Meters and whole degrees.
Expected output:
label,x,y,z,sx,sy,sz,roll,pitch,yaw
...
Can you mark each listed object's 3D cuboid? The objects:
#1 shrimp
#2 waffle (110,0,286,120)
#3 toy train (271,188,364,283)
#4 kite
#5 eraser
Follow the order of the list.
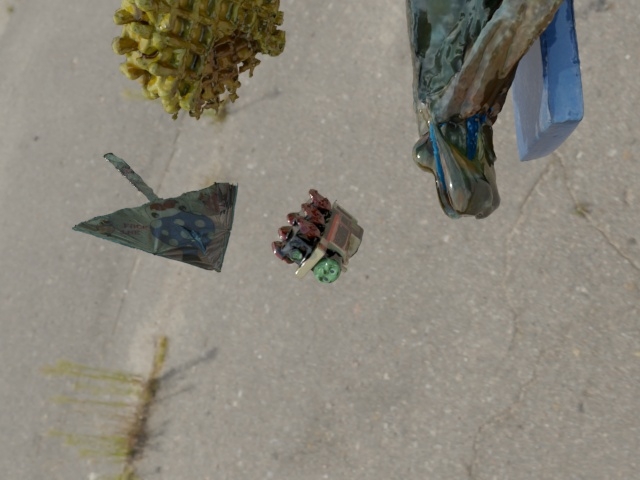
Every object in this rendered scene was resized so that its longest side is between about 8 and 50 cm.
label,x,y,z,sx,sy,sz,roll,pitch,yaw
shrimp,0.175,-0.241,0.870,0.221,0.110,0.445,7,92,45
waffle,-0.109,-0.214,0.817,0.070,0.197,0.193,25,77,34
toy train,0.000,0.000,0.920,0.050,0.087,0.138,-48,9,25
kite,-0.259,-0.050,1.422,0.314,0.335,0.011,45,132,24
eraser,0.241,-0.256,0.943,0.144,0.043,0.311,90,177,-79
